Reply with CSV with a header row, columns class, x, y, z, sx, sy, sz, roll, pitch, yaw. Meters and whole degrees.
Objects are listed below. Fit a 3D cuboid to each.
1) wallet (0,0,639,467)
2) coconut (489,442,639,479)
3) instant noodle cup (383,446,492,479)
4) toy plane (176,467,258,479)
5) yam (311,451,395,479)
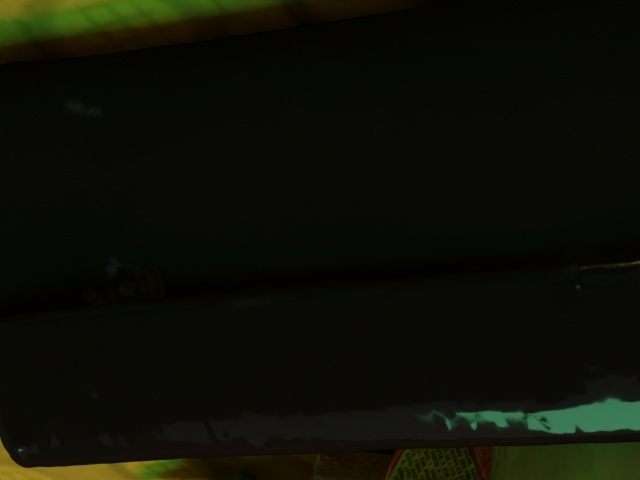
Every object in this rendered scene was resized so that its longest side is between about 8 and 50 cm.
class,x,y,z,sx,sy,sz,roll,pitch,yaw
wallet,0.000,0.000,0.865,0.406,0.228,0.062,-6,-175,24
coconut,0.231,0.175,0.939,0.281,0.329,0.328,-2,147,14
instant noodle cup,0.170,0.219,1.204,0.193,0.193,0.212,-13,150,33
toy plane,-0.021,0.277,1.369,0.266,0.123,0.267,29,165,9
yam,0.057,0.188,1.291,0.132,0.054,0.054,6,149,6
